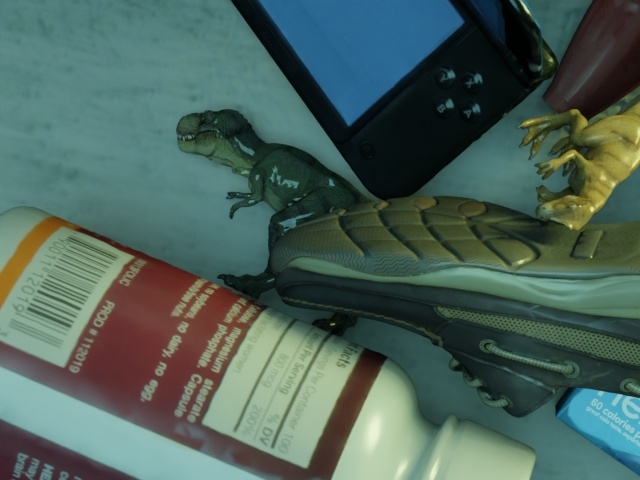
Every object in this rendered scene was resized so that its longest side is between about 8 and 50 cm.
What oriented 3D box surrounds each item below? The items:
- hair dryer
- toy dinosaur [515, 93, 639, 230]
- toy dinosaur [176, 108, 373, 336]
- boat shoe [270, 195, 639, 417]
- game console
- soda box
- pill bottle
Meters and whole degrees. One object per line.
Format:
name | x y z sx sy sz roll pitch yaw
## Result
hair dryer | 0.202 -0.205 1.337 0.223 0.080 0.293 -11 131 -20
toy dinosaur | 0.204 -0.071 1.351 0.211 0.112 0.064 -51 128 -27
toy dinosaur | 0.000 0.000 1.429 0.268 0.064 0.118 26 88 2
boat shoe | 0.133 0.055 1.317 0.355 0.132 0.130 6 110 21
game console | 0.008 -0.189 1.301 0.250 0.173 0.293 -41 79 33
soda box | 0.271 0.154 1.396 0.210 0.067 0.071 35 95 5
pill bottle | -0.070 0.148 1.322 0.392 0.224 0.224 23 94 6
